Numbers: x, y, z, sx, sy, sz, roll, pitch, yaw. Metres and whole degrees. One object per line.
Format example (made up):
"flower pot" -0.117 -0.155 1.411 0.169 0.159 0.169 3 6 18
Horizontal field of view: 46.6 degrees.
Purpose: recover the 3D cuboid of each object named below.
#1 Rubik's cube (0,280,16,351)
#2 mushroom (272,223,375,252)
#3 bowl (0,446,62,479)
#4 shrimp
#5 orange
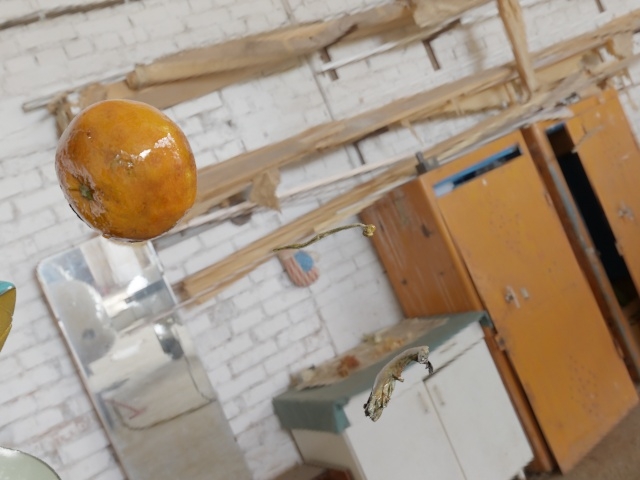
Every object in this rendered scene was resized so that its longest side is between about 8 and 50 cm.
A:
"Rubik's cube" -0.769 0.144 1.583 0.254 0.254 0.254 -24 4 2
"mushroom" 0.002 -0.005 1.549 0.286 0.026 0.028 -10 50 41
"bowl" -0.828 0.688 1.872 0.157 0.337 0.337 -65 -11 18
"shrimp" 0.167 0.297 1.567 0.152 0.046 0.219 -30 11 38
"orange" -0.374 -0.136 1.443 0.284 0.284 0.226 -20 13 42
